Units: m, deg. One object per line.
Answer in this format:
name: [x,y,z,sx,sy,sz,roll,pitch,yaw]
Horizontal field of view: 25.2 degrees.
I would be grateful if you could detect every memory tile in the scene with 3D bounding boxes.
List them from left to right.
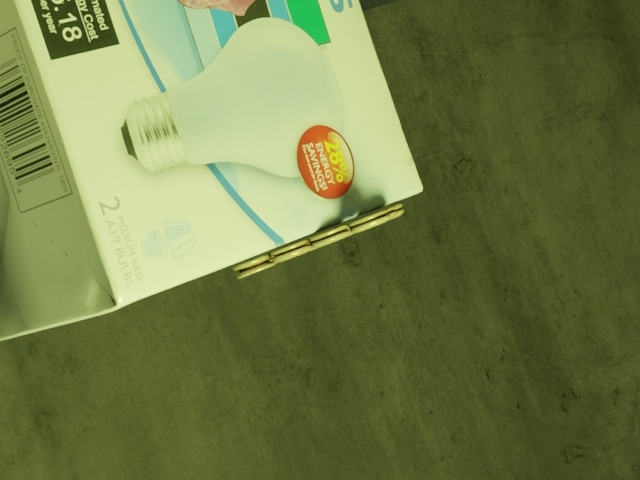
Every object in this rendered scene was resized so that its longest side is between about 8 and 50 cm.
memory tile: [0.000,0.000,1.269,0.148,0.012,0.113,-21,180,13]

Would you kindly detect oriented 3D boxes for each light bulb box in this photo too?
light bulb box: [-0.148,-0.142,1.266,0.361,0.357,0.225,-22,-174,-41]

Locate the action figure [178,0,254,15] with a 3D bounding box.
action figure: [0.060,-0.242,0.725,0.370,0.248,0.276,-13,-173,40]
